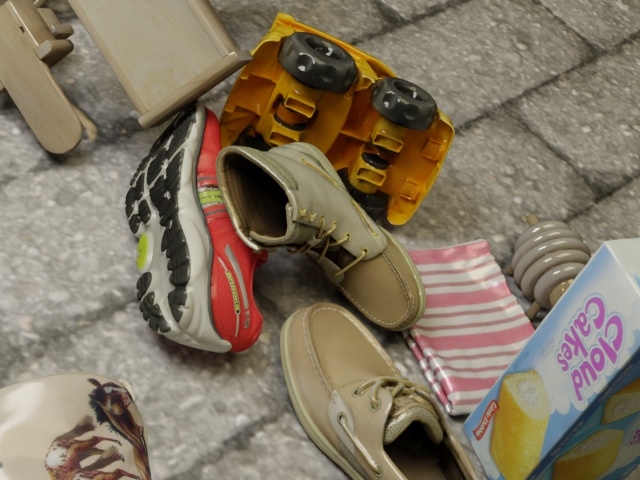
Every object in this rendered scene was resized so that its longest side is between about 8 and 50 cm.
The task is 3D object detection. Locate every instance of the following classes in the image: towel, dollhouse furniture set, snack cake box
[{"bbox_3d":[0.144,0.080,1.262,0.144,0.029,0.197,-5,51,-30],"label":"towel"},{"bbox_3d":[-0.134,-0.221,1.345,0.173,0.303,0.355,58,17,0],"label":"dollhouse furniture set"},{"bbox_3d":[0.253,0.110,1.111,0.152,0.264,0.089,-4,51,-30],"label":"snack cake box"}]

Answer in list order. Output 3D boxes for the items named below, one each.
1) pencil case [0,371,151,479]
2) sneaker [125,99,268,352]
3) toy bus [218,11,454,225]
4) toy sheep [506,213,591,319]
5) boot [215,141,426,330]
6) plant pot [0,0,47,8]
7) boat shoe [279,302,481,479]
[{"bbox_3d":[-0.138,0.270,0.826,0.184,0.160,0.410,-2,50,-31],"label":"pencil case"},{"bbox_3d":[-0.105,-0.008,1.192,0.118,0.107,0.279,25,41,-32],"label":"sneaker"},{"bbox_3d":[0.018,-0.139,1.349,0.220,0.149,0.211,23,26,-8],"label":"toy bus"},{"bbox_3d":[0.233,0.025,1.319,0.091,0.091,0.132,0,48,-28],"label":"toy sheep"},{"bbox_3d":[0.000,0.000,1.171,0.213,0.077,0.165,54,18,10],"label":"boot"},{"bbox_3d":[-0.423,-0.380,1.252,0.280,0.323,0.323,30,39,27],"label":"plant pot"},{"bbox_3d":[0.064,0.159,1.088,0.109,0.098,0.302,-6,52,-32],"label":"boat shoe"}]
